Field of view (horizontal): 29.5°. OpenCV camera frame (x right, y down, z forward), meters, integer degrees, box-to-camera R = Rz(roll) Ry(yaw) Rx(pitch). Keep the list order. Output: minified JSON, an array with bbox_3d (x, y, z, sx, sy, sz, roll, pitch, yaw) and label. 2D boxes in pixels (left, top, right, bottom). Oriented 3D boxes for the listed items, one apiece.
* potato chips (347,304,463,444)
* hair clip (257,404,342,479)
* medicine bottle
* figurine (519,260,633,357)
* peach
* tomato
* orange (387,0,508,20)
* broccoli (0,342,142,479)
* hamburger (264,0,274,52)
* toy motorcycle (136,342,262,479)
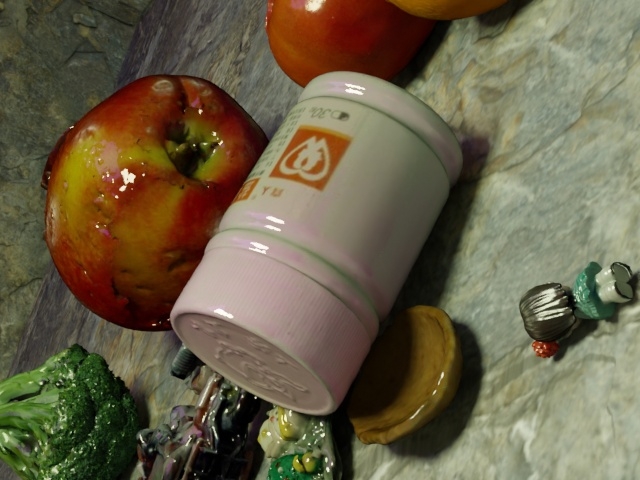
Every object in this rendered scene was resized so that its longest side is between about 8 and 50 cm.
[{"bbox_3d":[0.086,0.137,1.190,0.150,0.049,0.201,-59,19,-14],"label":"potato chips"},{"bbox_3d":[-0.028,0.172,1.374,0.138,0.091,0.321,-51,22,38],"label":"hair clip"},{"bbox_3d":[0.000,0.000,1.280,0.316,0.202,0.202,-60,17,-25],"label":"medicine bottle"},{"bbox_3d":[0.210,0.055,1.001,0.106,0.047,0.060,-32,72,44],"label":"figurine"},{"bbox_3d":[-0.259,-0.044,1.859,0.416,0.339,0.353,-42,28,55],"label":"peach"},{"bbox_3d":[0.052,-0.302,1.590,0.260,0.180,0.260,-43,-14,-14],"label":"tomato"},{"bbox_3d":[0.149,-0.374,1.389,0.246,0.246,0.246,-51,24,32],"label":"orange"},{"bbox_3d":[-0.426,0.315,1.965,0.308,0.275,0.308,-179,90,-83],"label":"broccoli"},{"bbox_3d":[-0.001,-0.334,1.846,0.175,0.175,0.137,-59,7,14],"label":"hamburger"},{"bbox_3d":[-0.138,0.212,1.528,0.207,0.134,0.401,30,99,61],"label":"toy motorcycle"}]
